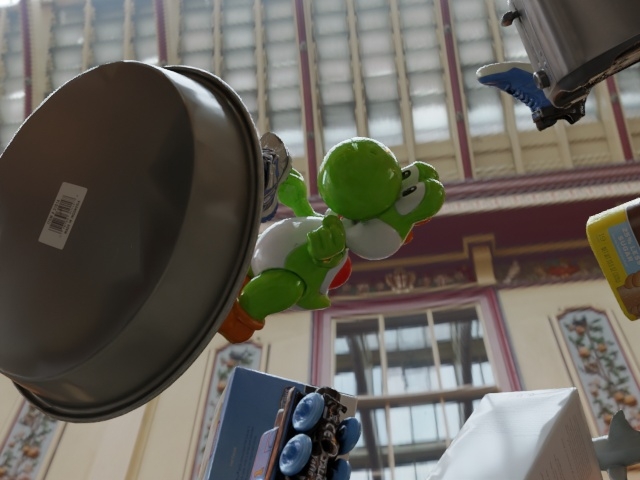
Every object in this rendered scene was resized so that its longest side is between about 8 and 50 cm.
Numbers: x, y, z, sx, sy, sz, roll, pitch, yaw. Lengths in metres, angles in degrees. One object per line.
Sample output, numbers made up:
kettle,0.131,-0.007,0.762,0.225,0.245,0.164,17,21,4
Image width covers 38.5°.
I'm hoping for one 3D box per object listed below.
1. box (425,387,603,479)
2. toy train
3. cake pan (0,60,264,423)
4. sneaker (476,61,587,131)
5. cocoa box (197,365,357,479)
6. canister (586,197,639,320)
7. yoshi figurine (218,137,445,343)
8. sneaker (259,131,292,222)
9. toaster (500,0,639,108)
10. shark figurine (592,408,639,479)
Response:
box,0.305,0.406,1.429,0.168,0.345,0.215,-11,-77,33
toy train,-0.025,0.231,0.903,0.080,0.184,0.105,37,-45,-26
cake pan,-0.172,-0.011,0.699,0.293,0.293,0.054,-38,-38,19
sneaker,0.284,-0.191,1.232,0.152,0.058,0.085,3,-92,-5
cocoa box,-0.096,0.432,1.561,0.228,0.347,0.231,16,-33,-7
canister,0.372,0.001,0.926,0.170,0.073,0.126,-24,-84,29
yoshi figurine,-0.015,-0.022,1.239,0.362,0.203,0.203,-31,-100,13
sneaker,-0.069,-0.088,1.128,0.052,0.135,0.058,-4,-38,13
toaster,0.303,-0.250,0.942,0.227,0.129,0.146,-28,-97,2
shark figurine,0.572,0.335,1.635,0.278,0.166,0.116,-25,-78,4
